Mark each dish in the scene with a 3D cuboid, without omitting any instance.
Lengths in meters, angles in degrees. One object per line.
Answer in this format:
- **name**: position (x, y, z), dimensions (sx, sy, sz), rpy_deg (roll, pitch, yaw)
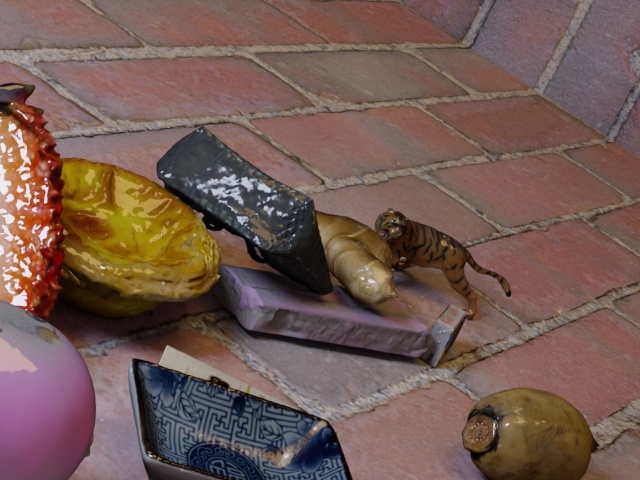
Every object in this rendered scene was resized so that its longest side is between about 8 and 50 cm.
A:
- **dish**: position (-0.091, 0.227, 1.702), dimensions (0.243, 0.080, 0.182), rpy_deg (21, 23, -22)

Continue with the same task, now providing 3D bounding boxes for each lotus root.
- **lotus root**: position (0.266, 0.242, 2.043), dimensions (0.221, 0.125, 0.118), rpy_deg (8, -11, -37)

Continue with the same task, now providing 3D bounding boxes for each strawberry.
- **strawberry**: position (-0.372, 0.000, 1.777), dimensions (0.233, 0.306, 0.138), rpy_deg (-10, -17, 7)

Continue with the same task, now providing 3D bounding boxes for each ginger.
- **ginger**: position (0.000, 0.000, 2.256), dimensions (0.333, 0.081, 0.148), rpy_deg (28, 29, 34)

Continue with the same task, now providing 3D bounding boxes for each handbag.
- **handbag**: position (-0.098, -0.032, 2.097), dimensions (0.270, 0.089, 0.175), rpy_deg (34, -17, 17)

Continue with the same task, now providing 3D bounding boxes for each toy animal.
- **toy animal**: position (0.170, 0.024, 2.428), dimensions (0.255, 0.116, 0.114), rpy_deg (17, 25, -26)

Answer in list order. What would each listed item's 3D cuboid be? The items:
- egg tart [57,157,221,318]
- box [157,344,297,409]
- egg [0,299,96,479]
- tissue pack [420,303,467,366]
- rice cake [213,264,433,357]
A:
- **egg tart**: position (-0.254, 0.008, 1.961), dimensions (0.295, 0.116, 0.295), rpy_deg (24, 24, -12)
- **box**: position (-0.108, 0.178, 1.869), dimensions (0.167, 0.024, 0.090), rpy_deg (26, 21, -4)
- **egg**: position (-0.332, 0.138, 1.471), dimensions (0.271, 0.196, 0.196), rpy_deg (8, 27, -18)
- **tissue pack**: position (0.164, 0.127, 2.263), dimensions (0.035, 0.063, 0.083), rpy_deg (27, 19, 8)
- **rice cake**: position (0.007, 0.094, 2.160), dimensions (0.298, 0.050, 0.106), rpy_deg (12, 21, -36)
